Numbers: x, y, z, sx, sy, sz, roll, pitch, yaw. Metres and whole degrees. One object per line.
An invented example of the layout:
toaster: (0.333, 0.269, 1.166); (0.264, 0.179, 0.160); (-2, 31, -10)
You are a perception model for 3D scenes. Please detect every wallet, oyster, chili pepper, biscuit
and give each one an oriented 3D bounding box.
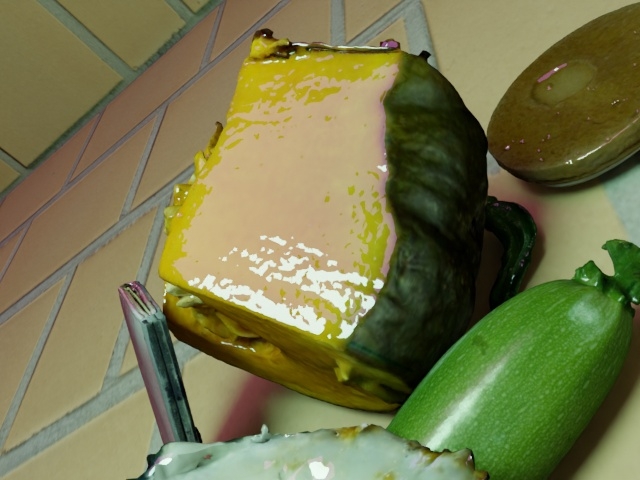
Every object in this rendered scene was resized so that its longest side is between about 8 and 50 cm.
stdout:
wallet: (-0.130, 0.156, 0.629); (0.025, 0.232, 0.119); (-18, 20, -22)
oyster: (-0.041, 0.160, 0.358); (0.259, 0.092, 0.198); (-8, 7, 2)
chili pepper: (0.160, 0.006, 0.601); (0.055, 0.035, 0.118); (-40, 37, 40)
biscuit: (0.246, -0.124, 0.625); (0.208, 0.049, 0.181); (-38, 30, 17)

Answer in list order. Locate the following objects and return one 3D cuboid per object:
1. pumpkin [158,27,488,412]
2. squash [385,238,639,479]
pumpkin: (0.000, 0.000, 0.592); (0.303, 0.256, 0.225); (121, 172, -72)
squash: (0.085, 0.145, 0.457); (0.379, 0.101, 0.101); (-49, 28, -3)
